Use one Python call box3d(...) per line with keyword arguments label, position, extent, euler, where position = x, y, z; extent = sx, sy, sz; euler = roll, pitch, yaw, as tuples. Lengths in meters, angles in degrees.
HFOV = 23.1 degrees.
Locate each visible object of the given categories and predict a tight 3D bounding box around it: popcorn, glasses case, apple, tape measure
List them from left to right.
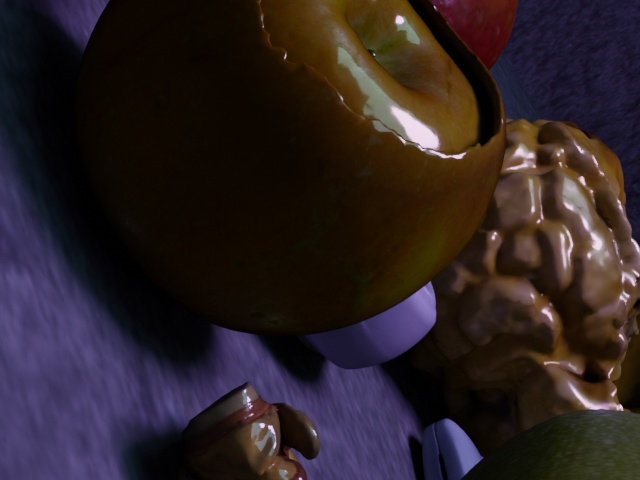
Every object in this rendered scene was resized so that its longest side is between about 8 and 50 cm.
box3d(label="apple", position=(-0.013, -0.065, 0.869), extent=(0.237, 0.207, 0.237), euler=(45, 30, -35))
box3d(label="tape measure", position=(-0.001, -0.001, 1.066), extent=(0.196, 0.105, 0.178), euler=(61, 7, -17))
box3d(label="glasses case", position=(0.112, 0.211, 1.187), extent=(0.067, 0.045, 0.178), euler=(52, 18, -37))
box3d(label="popcorn", position=(0.163, 0.054, 1.325), extent=(0.265, 0.225, 0.332), euler=(125, -53, -81))

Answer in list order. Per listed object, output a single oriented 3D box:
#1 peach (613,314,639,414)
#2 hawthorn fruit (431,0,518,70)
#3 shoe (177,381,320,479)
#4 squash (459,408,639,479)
box3d(label="peach", position=(0.450, 0.238, 1.768), extent=(0.370, 0.370, 0.370), euler=(57, 15, -25))
box3d(label="hawthorn fruit", position=(0.015, -0.200, 1.182), extent=(0.285, 0.285, 0.368), euler=(13, 71, -72))
box3d(label="shoe", position=(-0.038, 0.112, 0.778), extent=(0.069, 0.072, 0.109), euler=(55, -28, 13))
box3d(label="squash", position=(0.146, 0.246, 0.806), extent=(0.263, 0.263, 0.384), euler=(64, 14, 2))
